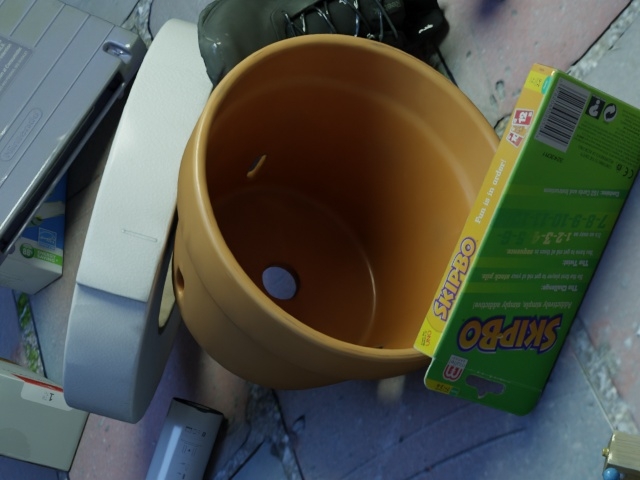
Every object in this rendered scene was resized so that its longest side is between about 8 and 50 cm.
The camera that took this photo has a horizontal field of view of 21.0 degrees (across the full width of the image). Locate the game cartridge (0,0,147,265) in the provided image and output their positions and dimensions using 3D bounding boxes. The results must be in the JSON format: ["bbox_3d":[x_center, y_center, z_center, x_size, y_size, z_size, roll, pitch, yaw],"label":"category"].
[{"bbox_3d":[-0.390,-0.134,2.027,0.230,0.068,0.355,24,70,25],"label":"game cartridge"}]

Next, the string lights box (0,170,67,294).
[{"bbox_3d":[-0.385,-0.078,2.111,0.077,0.133,0.259,-30,51,44],"label":"string lights box"}]

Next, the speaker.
[{"bbox_3d":[-0.142,0.227,1.704,0.055,0.055,0.136,16,87,55],"label":"speaker"}]

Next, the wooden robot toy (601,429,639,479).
[{"bbox_3d":[0.228,0.220,1.212,0.076,0.079,0.173,96,-172,-46],"label":"wooden robot toy"}]

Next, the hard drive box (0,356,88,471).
[{"bbox_3d":[-0.398,0.177,1.966,0.232,0.181,0.089,15,85,54],"label":"hard drive box"}]

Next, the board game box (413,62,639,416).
[{"bbox_3d":[0.164,0.004,1.336,0.039,0.124,0.259,24,94,53],"label":"board game box"}]

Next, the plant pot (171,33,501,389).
[{"bbox_3d":[0.000,0.000,1.457,0.203,0.291,0.290,133,142,-57],"label":"plant pot"}]

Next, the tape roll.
[{"bbox_3d":[-0.157,-0.017,1.644,0.392,0.072,0.392,15,-90,-88],"label":"tape roll"}]

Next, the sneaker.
[{"bbox_3d":[0.003,-0.191,1.541,0.130,0.286,0.109,-18,93,38],"label":"sneaker"}]
